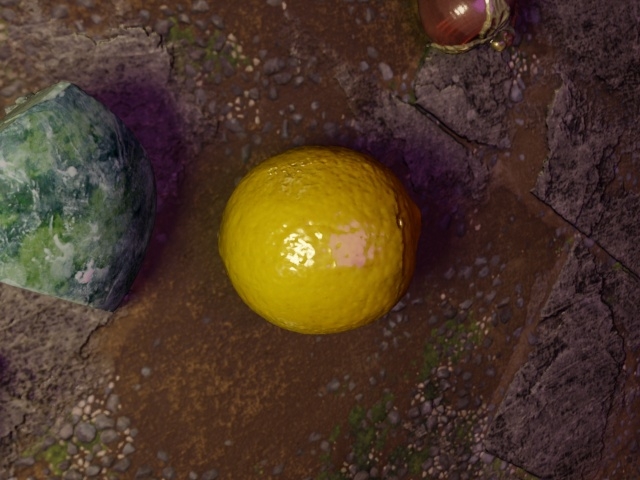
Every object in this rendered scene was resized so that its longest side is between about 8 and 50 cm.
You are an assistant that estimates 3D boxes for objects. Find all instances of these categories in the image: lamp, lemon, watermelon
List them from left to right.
[{"bbox_3d":[-0.351,-0.044,0.946,0.387,0.258,0.229,60,42,-69],"label":"watermelon"},{"bbox_3d":[0.002,0.000,1.099,0.292,0.293,0.293,-5,101,-29],"label":"lemon"},{"bbox_3d":[0.203,-0.380,1.239,0.215,0.151,0.223,-30,69,-29],"label":"lamp"}]
